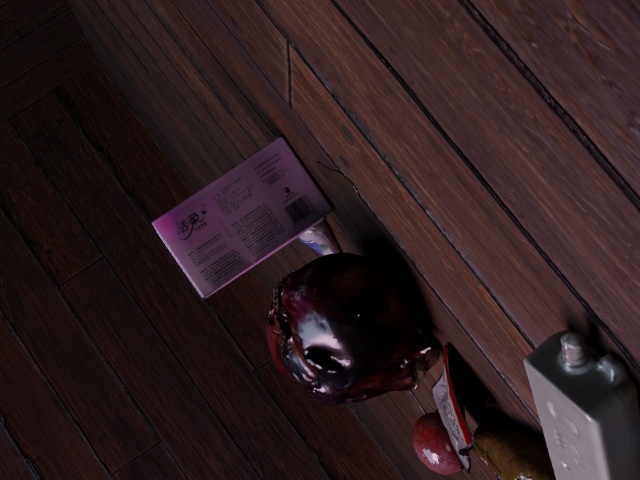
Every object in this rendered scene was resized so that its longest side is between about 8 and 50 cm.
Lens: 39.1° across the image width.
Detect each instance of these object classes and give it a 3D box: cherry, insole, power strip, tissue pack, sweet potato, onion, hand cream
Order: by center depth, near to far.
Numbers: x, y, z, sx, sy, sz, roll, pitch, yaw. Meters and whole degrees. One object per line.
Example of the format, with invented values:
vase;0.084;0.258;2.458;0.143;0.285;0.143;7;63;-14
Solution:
power strip;0.268;0.198;0.888;0.098;0.058;0.338;46;167;44
sweet potato;0.257;0.291;1.231;0.075;0.075;0.273;56;173;-6
insole;0.023;-0.085;1.268;0.045;0.002;0.135;61;169;-29
onion;0.035;0.119;1.311;0.281;0.221;0.281;23;156;11
tissue pack;-0.124;-0.036;1.419;0.148;0.246;0.092;56;172;0
hand cream;0.000;0.000;1.557;0.084;0.053;0.142;47;178;37
cherry;0.196;0.335;1.642;0.107;0.090;0.225;43;-169;-43

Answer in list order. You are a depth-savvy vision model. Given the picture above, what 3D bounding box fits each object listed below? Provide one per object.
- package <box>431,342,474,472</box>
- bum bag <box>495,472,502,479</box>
package;0.200;0.260;1.360;0.239;0.030;0.154;73;-178;-66
bum bag;0.302;0.385;1.430;0.058;0.034;0.124;58;175;48
